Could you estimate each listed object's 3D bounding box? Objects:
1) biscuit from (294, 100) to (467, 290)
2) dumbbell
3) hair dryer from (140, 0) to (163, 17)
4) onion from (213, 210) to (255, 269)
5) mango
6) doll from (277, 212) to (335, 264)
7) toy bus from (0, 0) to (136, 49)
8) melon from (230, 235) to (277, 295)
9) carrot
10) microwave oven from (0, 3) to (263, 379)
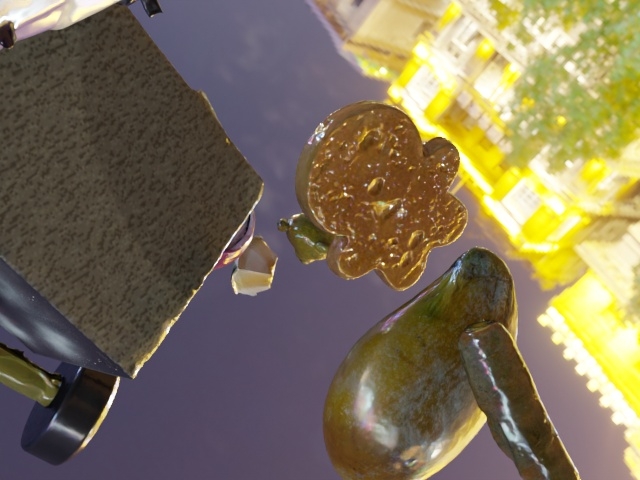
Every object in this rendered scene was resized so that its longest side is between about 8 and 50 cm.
[{"bbox_3d":[0.093,-0.068,1.428,0.355,0.275,0.052,41,180,-42],"label":"biscuit"},{"bbox_3d":[-0.506,0.206,1.497,0.322,0.204,0.204,34,-150,-20],"label":"dumbbell"},{"bbox_3d":[-0.304,-0.455,1.227,0.340,0.123,0.312,64,-170,-3],"label":"hair dryer"},{"bbox_3d":[-0.223,-0.049,1.651,0.207,0.200,0.200,31,-149,-21],"label":"onion"},{"bbox_3d":[0.124,0.153,1.089,0.193,0.316,0.146,33,180,-33],"label":"mango"},{"bbox_3d":[0.000,0.000,1.784,0.137,0.097,0.209,22,-172,22],"label":"doll"},{"bbox_3d":[-0.147,-0.299,0.397,0.209,0.440,0.249,33,-140,3],"label":"toy bus"},{"bbox_3d":[-0.145,0.056,2.114,0.093,0.202,0.139,8,-109,3],"label":"melon"},{"bbox_3d":[0.239,0.242,1.001,0.342,0.070,0.070,62,-150,-5],"label":"carrot"},{"bbox_3d":[-0.322,-0.106,1.077,0.432,0.236,0.374,52,-123,-35],"label":"microwave oven"}]
